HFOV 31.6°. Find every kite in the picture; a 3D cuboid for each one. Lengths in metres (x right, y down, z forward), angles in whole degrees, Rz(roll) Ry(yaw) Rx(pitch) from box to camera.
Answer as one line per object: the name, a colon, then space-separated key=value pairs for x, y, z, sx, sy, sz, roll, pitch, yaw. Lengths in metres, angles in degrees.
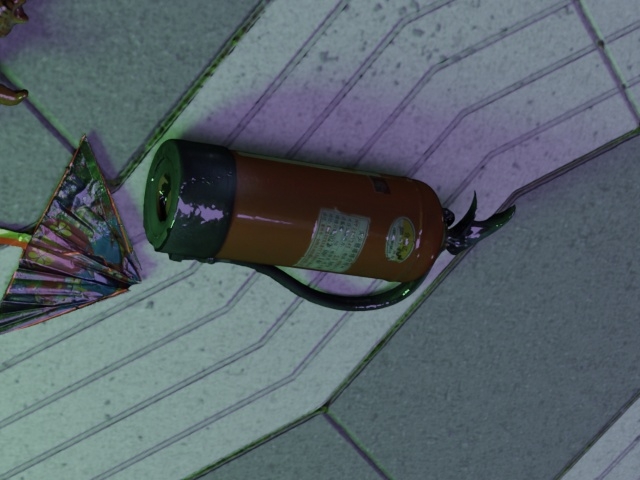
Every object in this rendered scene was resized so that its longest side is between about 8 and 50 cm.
kite: x=-0.258 y=0.004 z=1.135 sx=0.183 sy=0.014 sz=0.241 roll=17 pitch=111 yaw=-25

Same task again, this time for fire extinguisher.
fire extinguisher: x=0.000 y=-0.011 z=1.190 sx=0.376 sy=0.113 sz=0.200 roll=7 pitch=157 yaw=-23

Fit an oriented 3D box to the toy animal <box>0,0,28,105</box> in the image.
toy animal: x=-0.342 y=-0.131 z=1.004 sx=0.241 sy=0.057 sz=0.099 roll=-36 pitch=118 yaw=3
